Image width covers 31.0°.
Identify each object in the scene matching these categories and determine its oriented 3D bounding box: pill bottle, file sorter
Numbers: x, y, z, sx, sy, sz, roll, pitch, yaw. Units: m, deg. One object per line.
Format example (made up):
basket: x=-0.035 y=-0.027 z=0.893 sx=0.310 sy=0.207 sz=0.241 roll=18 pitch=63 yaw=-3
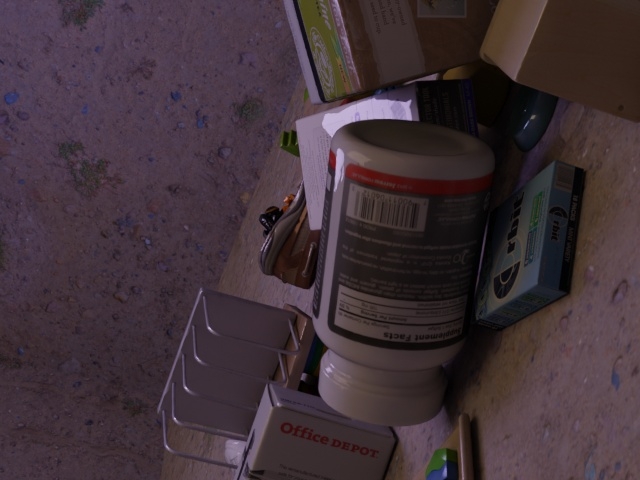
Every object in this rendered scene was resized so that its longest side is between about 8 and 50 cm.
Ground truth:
pill bottle: x=0.099 y=0.040 z=1.496 sx=0.210 sy=0.210 sz=0.363 roll=-104 pitch=20 yaw=-69
file sorter: x=-0.172 y=0.267 z=2.164 sx=0.173 sy=0.192 sz=0.278 roll=-110 pitch=39 yaw=-66

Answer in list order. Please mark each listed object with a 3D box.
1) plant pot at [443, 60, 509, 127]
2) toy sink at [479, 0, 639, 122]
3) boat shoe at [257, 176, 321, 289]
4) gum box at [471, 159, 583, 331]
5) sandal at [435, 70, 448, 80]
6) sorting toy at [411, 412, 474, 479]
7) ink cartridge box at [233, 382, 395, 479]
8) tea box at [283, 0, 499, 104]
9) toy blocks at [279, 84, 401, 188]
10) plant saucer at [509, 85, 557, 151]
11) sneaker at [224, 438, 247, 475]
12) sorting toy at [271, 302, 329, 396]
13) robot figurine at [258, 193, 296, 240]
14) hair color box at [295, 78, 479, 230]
plant pot: x=0.235 y=-0.232 z=1.691 sx=0.083 sy=0.081 sz=0.081 roll=-55 pitch=21 yaw=40
toy sink: x=0.278 y=-0.233 z=1.299 sx=0.234 sy=0.152 sz=0.131 roll=-105 pitch=33 yaw=-68
boat shoe: x=0.019 y=-0.062 z=1.976 sx=0.324 sy=0.116 sz=0.123 roll=-60 pitch=-14 yaw=10
gum box: x=0.245 y=0.010 z=1.377 sx=0.184 sy=0.041 sz=0.157 roll=131 pitch=153 yaw=-66
sandal: x=0.223 y=-0.263 z=1.847 sx=0.049 sy=0.072 sz=0.180 roll=-55 pitch=-6 yaw=-38
sorting toy: x=0.136 y=0.342 z=1.419 sx=0.193 sy=0.038 sz=0.208 roll=-86 pitch=17 yaw=-49
ink cartridge box: x=-0.027 y=0.376 z=1.739 sx=0.114 sy=0.197 sz=0.273 roll=-122 pitch=50 yaw=-75
tea box: x=0.075 y=-0.367 z=1.501 sx=0.323 sy=0.220 sz=0.329 roll=-168 pitch=61 yaw=-78
toy blocks: x=0.066 y=-0.263 z=2.375 sx=0.261 sy=0.190 sz=0.381 roll=-49 pitch=25 yaw=37
plant saucer: x=0.280 y=-0.178 z=1.535 sx=0.119 sy=0.021 sz=0.119 roll=-163 pitch=90 yaw=-78
sneaker: x=-0.145 y=0.481 z=2.353 sx=0.305 sy=0.114 sz=0.152 roll=144 pitch=142 yaw=-72
sorting toy: x=-0.047 y=0.271 z=2.260 sx=0.255 sy=0.089 sz=0.257 roll=-161 pitch=89 yaw=-78
robot figurine: x=0.000 y=0.000 z=2.184 sx=0.085 sy=0.211 sz=0.291 roll=-66 pitch=23 yaw=21
hair color box: x=0.098 y=-0.122 z=1.732 sx=0.339 sy=0.110 sz=0.185 roll=-7 pitch=92 yaw=61
